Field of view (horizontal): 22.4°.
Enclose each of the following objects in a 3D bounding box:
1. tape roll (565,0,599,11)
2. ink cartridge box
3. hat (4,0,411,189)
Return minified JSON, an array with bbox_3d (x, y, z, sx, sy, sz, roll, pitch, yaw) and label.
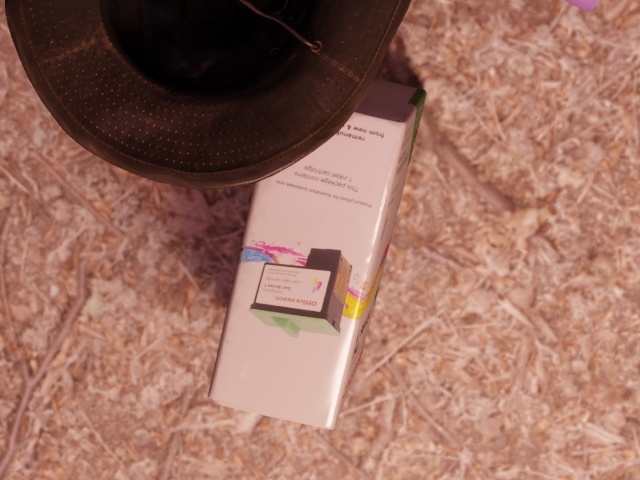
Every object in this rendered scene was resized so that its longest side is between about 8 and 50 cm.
[{"bbox_3d":[0.240,-0.323,1.279,0.090,0.275,0.275,27,105,0],"label":"tape roll"},{"bbox_3d":[0.000,0.000,1.427,0.117,0.201,0.278,15,105,5],"label":"ink cartridge box"},{"bbox_3d":[-0.089,-0.206,1.289,0.331,0.134,0.331,0,92,-7],"label":"hat"}]
